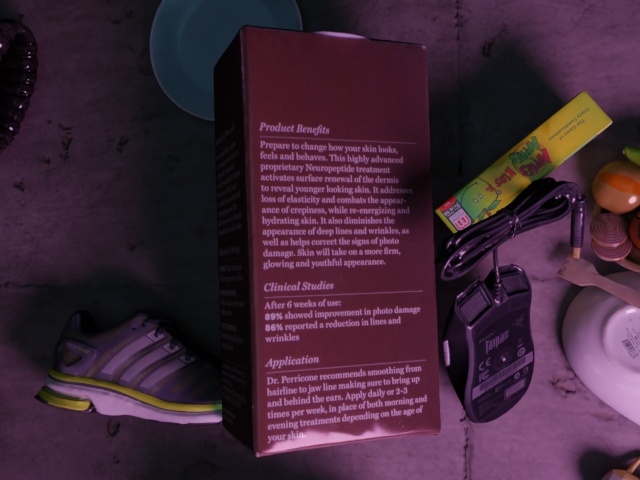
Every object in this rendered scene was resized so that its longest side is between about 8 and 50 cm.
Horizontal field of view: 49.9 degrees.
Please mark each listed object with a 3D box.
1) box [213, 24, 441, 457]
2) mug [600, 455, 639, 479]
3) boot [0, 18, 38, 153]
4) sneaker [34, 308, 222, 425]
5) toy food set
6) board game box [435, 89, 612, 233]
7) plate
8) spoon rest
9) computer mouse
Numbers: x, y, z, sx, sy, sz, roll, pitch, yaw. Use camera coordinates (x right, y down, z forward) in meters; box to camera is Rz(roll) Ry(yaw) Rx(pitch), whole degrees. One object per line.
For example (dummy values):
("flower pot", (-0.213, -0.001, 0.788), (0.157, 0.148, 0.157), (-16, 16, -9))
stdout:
("box", (0.000, 0.000, 0.683), (0.191, 0.143, 0.381), (0, 88, -21))
("mug", (0.320, 0.266, 0.707), (0.064, 0.078, 0.062), (37, 129, 18))
("boot", (-0.469, -0.283, 0.821), (0.260, 0.131, 0.348), (11, 102, 18))
("sneaker", (-0.173, 0.140, 0.777), (0.299, 0.111, 0.121), (3, 82, 6))
("toy food set", (0.328, -0.029, 0.679), (0.132, 0.038, 0.192), (29, 91, 37))
("board game box", (0.203, -0.070, 0.708), (0.181, 0.092, 0.043), (-40, 83, 8))
("plate", (-0.109, -0.231, 0.807), (0.188, 0.024, 0.188), (0, 89, 11))
("spoon rest", (0.353, 0.161, 0.693), (0.137, 0.084, 0.276), (-29, 71, 8))
("computer mouse", (0.190, 0.055, 0.694), (0.184, 0.262, 0.060), (-31, 39, -18))
